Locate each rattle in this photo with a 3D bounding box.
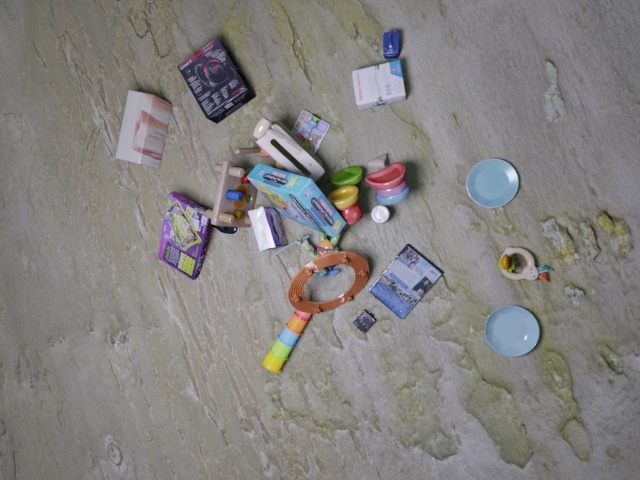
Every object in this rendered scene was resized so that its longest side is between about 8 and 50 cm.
[{"bbox_3d":[0.765,0.098,1.531,0.199,0.143,0.130,31,79,15],"label":"rattle"}]

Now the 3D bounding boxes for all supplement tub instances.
[{"bbox_3d":[0.239,-0.102,1.645,0.071,0.107,0.071,0,91,11],"label":"supplement tub"}]

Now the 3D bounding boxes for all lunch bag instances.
[{"bbox_3d":[0.279,-0.772,1.638,0.067,0.065,0.099,-2,92,12],"label":"lunch bag"}]

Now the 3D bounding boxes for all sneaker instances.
[{"bbox_3d":[-0.461,-0.084,1.782,0.216,0.121,0.079,28,98,9],"label":"sneaker"}]

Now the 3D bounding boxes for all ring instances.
[{"bbox_3d":[0.037,0.174,1.605,0.336,0.336,0.032,-38,48,10],"label":"ring"}]

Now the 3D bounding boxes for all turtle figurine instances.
[{"bbox_3d":[0.000,0.000,1.635,0.274,0.198,0.266,23,79,-24],"label":"turtle figurine"}]

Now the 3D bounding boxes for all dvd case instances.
[{"bbox_3d":[0.339,0.165,1.676,0.180,0.022,0.253,40,99,9],"label":"dvd case"}]

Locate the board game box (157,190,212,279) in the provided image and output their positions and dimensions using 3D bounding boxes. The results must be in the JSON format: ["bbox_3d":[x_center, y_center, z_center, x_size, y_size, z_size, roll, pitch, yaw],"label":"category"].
[{"bbox_3d":[-0.580,-0.014,1.776,0.208,0.056,0.347,28,123,6],"label":"board game box"}]

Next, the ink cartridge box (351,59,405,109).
[{"bbox_3d":[0.230,-0.610,1.644,0.190,0.082,0.140,-9,90,13],"label":"ink cartridge box"}]

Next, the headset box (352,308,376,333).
[{"bbox_3d":[0.182,0.328,1.708,0.062,0.032,0.083,42,101,8],"label":"headset box"}]

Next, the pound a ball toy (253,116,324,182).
[{"bbox_3d":[-0.137,-0.331,1.601,0.319,0.208,0.136,40,107,-21],"label":"pound a ball toy"}]

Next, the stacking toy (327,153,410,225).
[{"bbox_3d":[0.186,-0.194,1.614,0.308,0.279,0.130,-20,121,8],"label":"stacking toy"}]

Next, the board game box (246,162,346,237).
[{"bbox_3d":[-0.095,-0.152,1.559,0.336,0.254,0.079,25,73,46],"label":"board game box"}]

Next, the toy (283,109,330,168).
[{"bbox_3d":[-0.078,-0.410,1.727,0.136,0.056,0.237,32,98,10],"label":"toy"}]

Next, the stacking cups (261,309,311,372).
[{"bbox_3d":[-0.135,0.394,1.746,0.096,0.096,0.316,29,96,9],"label":"stacking cups"}]

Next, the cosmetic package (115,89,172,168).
[{"bbox_3d":[-0.768,-0.479,1.819,0.129,0.153,0.296,15,96,12],"label":"cosmetic package"}]

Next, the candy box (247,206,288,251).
[{"bbox_3d":[-0.208,-0.047,1.692,0.070,0.196,0.165,-18,88,11],"label":"candy box"}]

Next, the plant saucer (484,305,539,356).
[{"bbox_3d":[0.727,0.343,1.594,0.194,0.037,0.195,0,93,11],"label":"plant saucer"}]

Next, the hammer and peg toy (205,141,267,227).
[{"bbox_3d":[-0.329,-0.233,1.678,0.127,0.266,0.361,14,96,22],"label":"hammer and peg toy"}]

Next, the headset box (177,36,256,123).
[{"bbox_3d":[-0.446,-0.686,1.766,0.218,0.110,0.293,-32,86,11],"label":"headset box"}]

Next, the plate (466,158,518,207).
[{"bbox_3d":[0.657,-0.219,1.598,0.188,0.024,0.188,1,92,12],"label":"plate"}]
